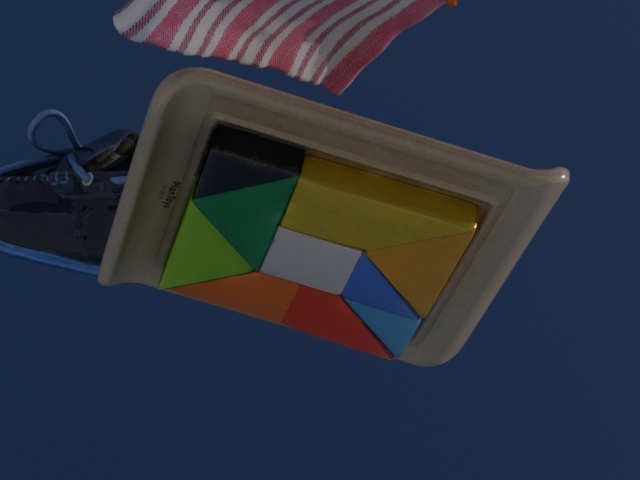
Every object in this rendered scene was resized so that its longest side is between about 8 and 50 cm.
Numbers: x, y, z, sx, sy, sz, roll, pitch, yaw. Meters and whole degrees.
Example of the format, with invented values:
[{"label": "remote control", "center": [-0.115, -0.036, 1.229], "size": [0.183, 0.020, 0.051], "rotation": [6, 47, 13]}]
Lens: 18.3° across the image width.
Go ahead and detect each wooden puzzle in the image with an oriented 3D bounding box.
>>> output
[{"label": "wooden puzzle", "center": [0.000, 0.000, 1.162], "size": [0.239, 0.221, 0.044], "rotation": [13, -124, -9]}]

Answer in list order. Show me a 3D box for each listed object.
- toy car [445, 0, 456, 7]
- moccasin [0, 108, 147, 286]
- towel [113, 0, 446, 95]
[{"label": "toy car", "center": [0.051, -0.096, 0.663], "size": [0.040, 0.060, 0.122], "rotation": [-8, -154, 9]}, {"label": "moccasin", "center": [-0.143, -0.027, 1.495], "size": [0.342, 0.138, 0.117], "rotation": [9, -93, 21]}, {"label": "towel", "center": [0.002, -0.135, 1.064], "size": [0.144, 0.197, 0.029], "rotation": [-33, -112, 29]}]
